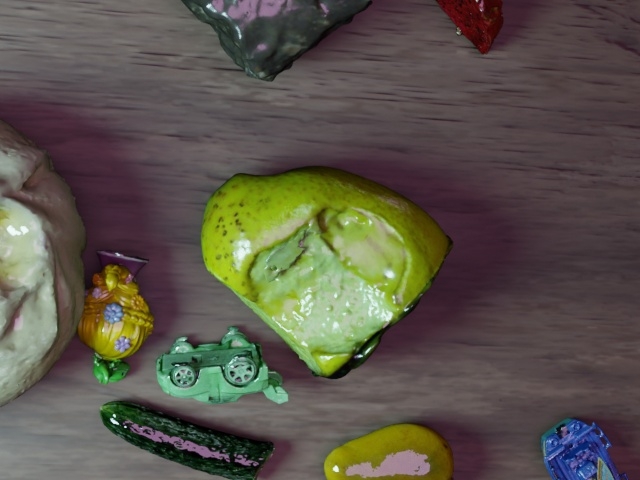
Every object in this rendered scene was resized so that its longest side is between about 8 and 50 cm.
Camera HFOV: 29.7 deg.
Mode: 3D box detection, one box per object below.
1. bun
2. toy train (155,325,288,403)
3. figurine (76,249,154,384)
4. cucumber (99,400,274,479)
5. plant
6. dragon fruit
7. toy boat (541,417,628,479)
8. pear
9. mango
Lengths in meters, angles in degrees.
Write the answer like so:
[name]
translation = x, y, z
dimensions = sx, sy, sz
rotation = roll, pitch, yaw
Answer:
[bun]
translation = -0.419, 0.028, 1.282
dimensions = 0.365, 0.219, 0.365
rotation = 4, 80, -22
[toy train]
translation = -0.119, 0.159, 1.437
dimensions = 0.149, 0.099, 0.081
rotation = -10, 108, -7
[figurine]
translation = -0.243, 0.092, 1.401
dimensions = 0.094, 0.115, 0.156
rotation = 12, 91, 0
[cucumber]
translation = -0.164, 0.240, 1.448
dimensions = 0.214, 0.052, 0.058
rotation = 20, 68, -9
[plant]
translation = -0.027, -0.329, 1.399
dimensions = 0.188, 0.199, 0.276
rotation = 43, 87, -14
[dragon fruit]
translation = 0.187, -0.315, 1.474
dimensions = 0.083, 0.106, 0.162
rotation = -37, 94, -8
[toy boat]
translation = 0.351, 0.312, 1.513
dimensions = 0.091, 0.110, 0.175
rotation = -33, 98, -8
[pear]
translation = 0.000, 0.000, 1.420
dimensions = 0.238, 0.164, 0.255
rotation = -45, 97, -4
[mango]
translation = 0.084, 0.278, 1.482
dimensions = 0.161, 0.076, 0.103
rotation = -4, 96, -7
